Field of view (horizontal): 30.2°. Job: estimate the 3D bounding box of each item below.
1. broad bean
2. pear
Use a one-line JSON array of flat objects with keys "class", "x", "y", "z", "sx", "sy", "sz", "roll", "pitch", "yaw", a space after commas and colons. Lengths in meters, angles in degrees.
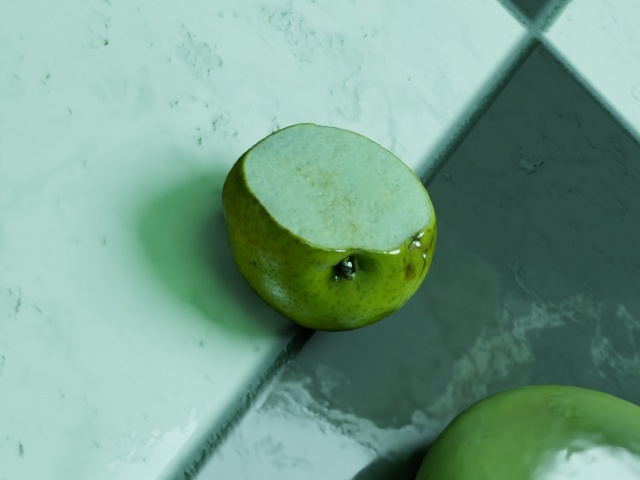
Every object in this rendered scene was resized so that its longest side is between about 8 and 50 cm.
[{"class": "broad bean", "x": 0.181, "y": 0.218, "z": 0.741, "sx": 0.291, "sy": 0.119, "sz": 0.238, "roll": 43, "pitch": 57, "yaw": -2}, {"class": "pear", "x": 0.000, "y": 0.000, "z": 0.755, "sx": 0.141, "sy": 0.104, "sz": 0.141, "roll": 13, "pitch": 37, "yaw": -10}]
